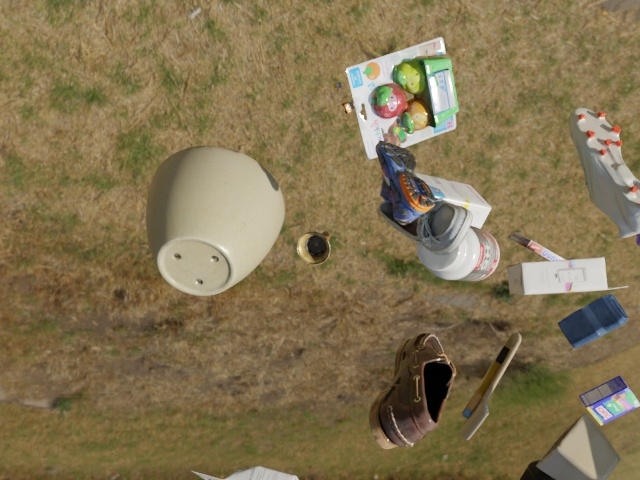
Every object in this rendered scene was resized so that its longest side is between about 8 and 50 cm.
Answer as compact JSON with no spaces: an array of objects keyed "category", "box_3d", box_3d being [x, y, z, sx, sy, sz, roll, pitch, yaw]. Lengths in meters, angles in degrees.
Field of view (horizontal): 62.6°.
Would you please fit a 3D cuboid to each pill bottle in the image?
[{"category":"pill bottle","box_3d":[0.415,0.033,1.597,0.176,0.176,0.318,-44,153,23]}]

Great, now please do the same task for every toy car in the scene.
[{"category":"toy car","box_3d":[0.082,-0.492,1.798,0.040,0.060,0.122,-23,93,4]}]

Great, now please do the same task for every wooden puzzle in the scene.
[{"category":"wooden puzzle","box_3d":[0.426,0.368,1.340,0.044,0.239,0.221,27,146,18]}]

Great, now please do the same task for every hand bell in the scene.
[{"category":"hand bell","box_3d":[0.000,0.000,2.026,0.126,0.242,0.126,3,105,12]}]

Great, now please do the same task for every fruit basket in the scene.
[{"category":"fruit basket","box_3d":[0.291,-0.479,1.796,0.353,0.165,0.327,-22,115,-12]}]

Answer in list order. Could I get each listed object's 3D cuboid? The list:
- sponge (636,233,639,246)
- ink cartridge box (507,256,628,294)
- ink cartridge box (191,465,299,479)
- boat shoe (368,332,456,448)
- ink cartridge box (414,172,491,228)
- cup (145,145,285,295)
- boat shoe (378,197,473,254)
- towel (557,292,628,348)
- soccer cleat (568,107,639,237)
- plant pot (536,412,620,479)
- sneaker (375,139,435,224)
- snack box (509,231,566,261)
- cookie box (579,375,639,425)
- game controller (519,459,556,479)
[{"category":"sponge","box_3d":[0.841,-0.037,1.303,0.031,0.117,0.210,-34,130,-4]},{"category":"ink cartridge box","box_3d":[0.496,0.073,1.068,0.198,0.067,0.115,-3,173,5]},{"category":"ink cartridge box","box_3d":[-0.154,0.551,1.201,0.232,0.066,0.189,13,148,17]},{"category":"boat shoe","box_3d":[0.123,0.164,0.611,0.073,0.207,0.073,-35,93,28]},{"category":"ink cartridge box","box_3d":[0.478,-0.117,2.065,0.270,0.198,0.197,9,120,-19]},{"category":"cup","box_3d":[-0.256,-0.014,1.202,0.330,0.237,0.331,1,129,2]},{"category":"boat shoe","box_3d":[0.234,-0.047,1.210,0.103,0.320,0.118,23,94,-17]},{"category":"towel","box_3d":[0.545,0.162,1.053,0.119,0.067,0.029,-39,138,27]},{"category":"soccer cleat","box_3d":[0.389,-0.095,0.725,0.068,0.196,0.076,-11,155,-17]},{"category":"plant pot","box_3d":[0.505,0.422,1.019,0.109,0.096,0.109,-33,150,-27]},{"category":"sneaker","box_3d":[0.148,-0.121,1.055,0.083,0.221,0.087,15,130,-28]},{"category":"snack box","box_3d":[0.528,0.031,1.233,0.178,0.064,0.022,25,101,-24]},{"category":"cookie box","box_3d":[0.699,0.388,1.272,0.107,0.040,0.092,-36,118,18]},{"category":"game controller","box_3d":[0.539,0.740,1.386,0.067,0.166,0.319,21,107,-2]}]
